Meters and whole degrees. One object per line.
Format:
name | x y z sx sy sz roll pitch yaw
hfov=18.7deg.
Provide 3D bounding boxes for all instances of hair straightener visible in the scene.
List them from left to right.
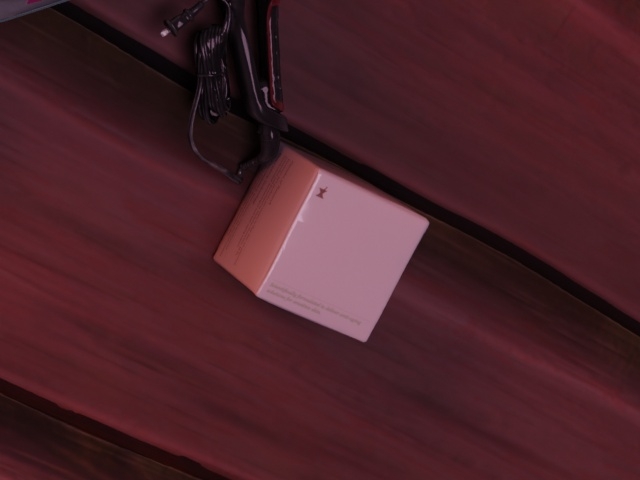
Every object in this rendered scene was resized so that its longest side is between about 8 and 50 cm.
hair straightener | -0.070 -0.144 1.322 0.089 0.047 0.230 -11 115 -21

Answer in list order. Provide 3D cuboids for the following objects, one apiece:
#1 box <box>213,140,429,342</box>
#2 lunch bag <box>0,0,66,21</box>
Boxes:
box | 0.000 0.000 1.370 0.101 0.087 0.102 25 95 -29
lunch bag | -0.184 -0.276 1.132 0.224 0.108 0.279 -25 93 -26
